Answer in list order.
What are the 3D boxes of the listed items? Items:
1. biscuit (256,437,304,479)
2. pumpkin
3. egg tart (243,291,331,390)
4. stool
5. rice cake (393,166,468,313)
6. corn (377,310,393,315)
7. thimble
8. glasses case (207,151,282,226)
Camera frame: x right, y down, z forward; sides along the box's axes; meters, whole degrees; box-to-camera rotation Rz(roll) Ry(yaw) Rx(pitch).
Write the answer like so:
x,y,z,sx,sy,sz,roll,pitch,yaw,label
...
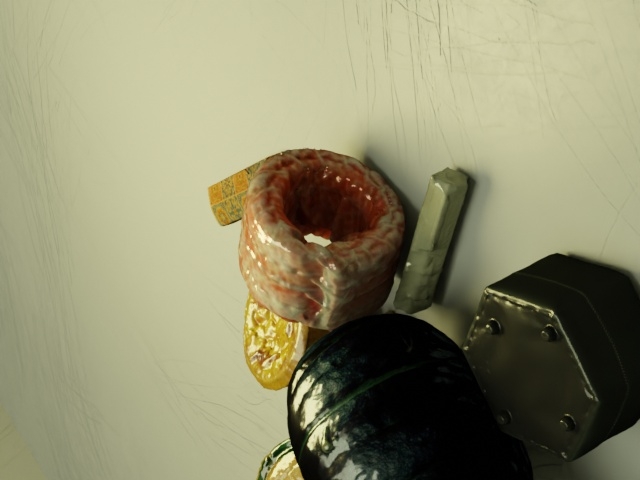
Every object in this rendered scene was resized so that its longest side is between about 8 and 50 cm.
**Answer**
x,y,z,sx,sy,sz,roll,pitch,yaw,label
0.055,0.417,2.019,0.343,0.057,0.287,29,99,22,biscuit
0.119,0.272,1.706,0.363,0.266,0.363,52,-176,-5,pumpkin
-0.015,0.130,1.954,0.202,0.147,0.203,-15,73,60,egg tart
0.287,0.138,1.533,0.232,0.141,0.232,36,137,42,stool
0.149,0.003,1.743,0.052,0.057,0.256,48,144,32,rice cake
0.110,0.190,1.921,0.085,0.063,0.165,-128,27,-70,corn
0.000,0.000,1.815,0.239,0.239,0.162,49,144,28,thimble
-0.116,-0.080,2.107,0.218,0.049,0.075,-19,93,59,glasses case
